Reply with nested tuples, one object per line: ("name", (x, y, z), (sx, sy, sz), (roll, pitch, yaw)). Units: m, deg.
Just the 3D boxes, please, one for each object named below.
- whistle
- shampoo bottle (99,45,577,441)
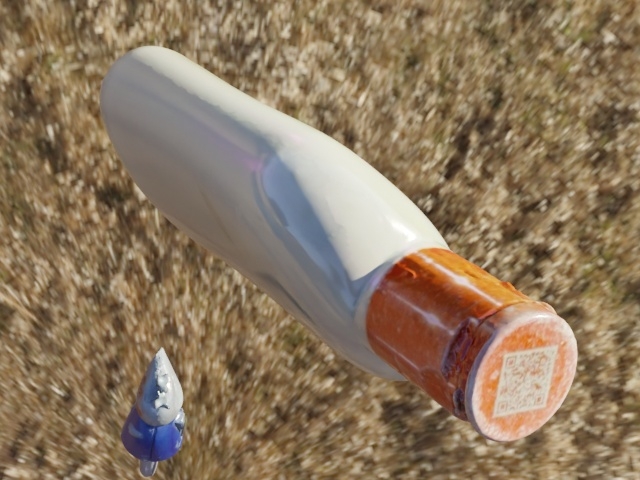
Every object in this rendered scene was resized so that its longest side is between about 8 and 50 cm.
("whistle", (-0.078, 0.083, 0.655), (0.029, 0.083, 0.033), (5, 49, -10))
("shampoo bottle", (0.000, 0.000, 0.479), (0.051, 0.221, 0.108), (-42, 128, -10))
